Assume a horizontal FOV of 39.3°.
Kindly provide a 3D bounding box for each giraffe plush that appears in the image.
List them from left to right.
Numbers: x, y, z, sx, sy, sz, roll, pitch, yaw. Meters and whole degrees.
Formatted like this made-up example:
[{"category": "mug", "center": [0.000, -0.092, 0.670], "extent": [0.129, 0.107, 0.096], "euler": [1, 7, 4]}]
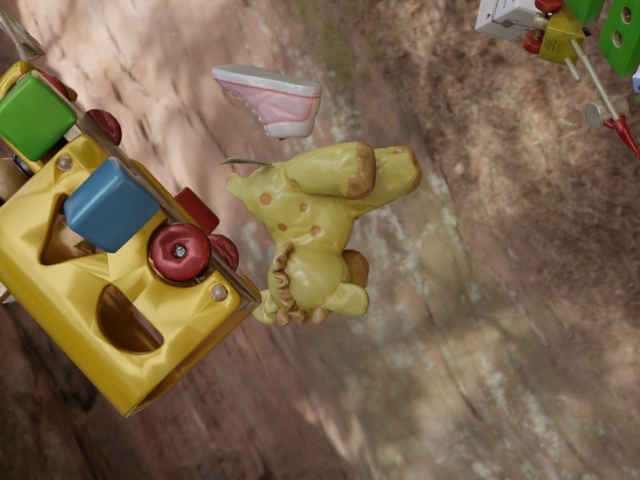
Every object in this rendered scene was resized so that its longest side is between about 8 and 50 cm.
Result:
[{"category": "giraffe plush", "center": [0.000, 0.000, 0.926], "extent": [0.181, 0.210, 0.170], "euler": [-17, 79, 62]}]

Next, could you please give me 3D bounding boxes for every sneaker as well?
[{"category": "sneaker", "center": [-0.061, -0.144, 0.954], "extent": [0.134, 0.051, 0.070], "euler": [18, 116, 26]}]

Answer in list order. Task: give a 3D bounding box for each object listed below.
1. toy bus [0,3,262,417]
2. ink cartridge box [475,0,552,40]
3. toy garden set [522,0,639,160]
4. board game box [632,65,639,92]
[{"category": "toy bus", "center": [-0.125, -0.004, 0.463], "extent": [0.191, 0.104, 0.202], "euler": [46, 180, -39]}, {"category": "ink cartridge box", "center": [0.361, -0.453, 1.614], "extent": [0.191, 0.082, 0.139], "euler": [-175, 97, -79]}, {"category": "toy garden set", "center": [0.259, -0.189, 0.788], "extent": [0.204, 0.049, 0.244], "euler": [90, 160, -57]}, {"category": "board game box", "center": [0.610, -0.278, 1.365], "extent": [0.211, 0.160, 0.039], "euler": [17, 153, 39]}]
